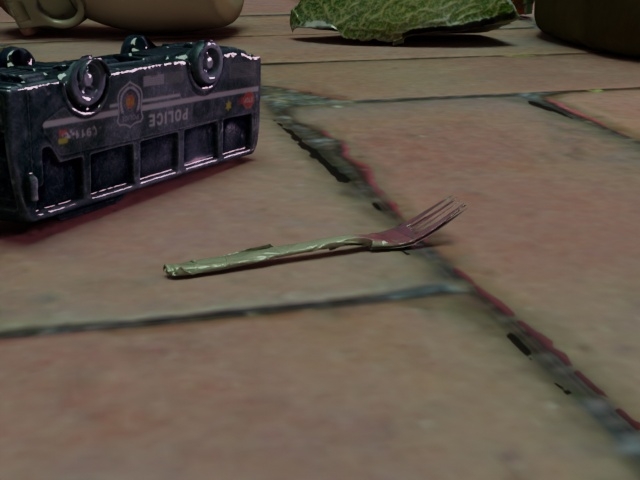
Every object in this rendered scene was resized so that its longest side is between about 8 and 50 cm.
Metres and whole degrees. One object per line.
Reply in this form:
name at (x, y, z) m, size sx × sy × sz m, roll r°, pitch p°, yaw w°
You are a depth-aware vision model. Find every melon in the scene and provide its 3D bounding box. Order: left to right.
melon at (0.073, -0.232, 0.930) m, size 0.202 × 0.139 × 0.093 m, roll 0°, pitch -4°, yaw 9°

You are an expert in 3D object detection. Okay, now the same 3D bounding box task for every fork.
fork at (0.000, 0.001, 0.375) m, size 0.115 × 0.012 × 0.016 m, roll -13°, pitch 18°, yaw -21°

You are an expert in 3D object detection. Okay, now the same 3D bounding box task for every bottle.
bottle at (-0.197, -0.258, 0.962) m, size 0.237 × 0.147 × 0.147 m, roll -5°, pitch 17°, yaw 11°

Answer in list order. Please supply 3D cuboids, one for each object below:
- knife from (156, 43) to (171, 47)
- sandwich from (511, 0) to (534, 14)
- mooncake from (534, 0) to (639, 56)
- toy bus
knife at (-0.142, -0.100, 0.675) m, size 0.035 × 0.018 × 0.247 m, roll 9°, pitch 23°, yaw 17°
sandwich at (0.156, -0.253, 1.106) m, size 0.135 × 0.029 × 0.067 m, roll 2°, pitch 18°, yaw 8°
mooncake at (0.371, -0.268, 0.886) m, size 0.378 × 0.200 × 0.378 m, roll -1°, pitch 19°, yaw 0°
toy bus at (-0.085, -0.052, 0.446) m, size 0.047 × 0.065 × 0.166 m, roll 11°, pitch 19°, yaw 29°
